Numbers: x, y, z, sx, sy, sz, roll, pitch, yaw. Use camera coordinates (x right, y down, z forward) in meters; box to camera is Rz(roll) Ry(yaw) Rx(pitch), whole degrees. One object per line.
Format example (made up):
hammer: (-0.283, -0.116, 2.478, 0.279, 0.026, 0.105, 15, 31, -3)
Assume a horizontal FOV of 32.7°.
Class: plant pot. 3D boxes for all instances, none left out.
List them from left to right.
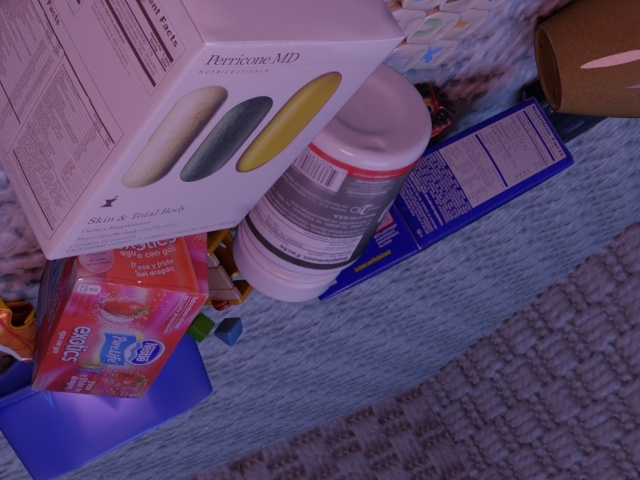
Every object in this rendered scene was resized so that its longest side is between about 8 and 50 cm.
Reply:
plant pot: (0.420, -0.255, 1.435, 0.254, 0.237, 0.237, -14, 163, 0)

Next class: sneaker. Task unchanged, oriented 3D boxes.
sneaker: (-0.385, 0.115, 1.412, 0.067, 0.064, 0.175, -39, 166, -2)
sneaker: (0.072, -0.127, 1.414, 0.225, 0.088, 0.092, -19, 162, -31)

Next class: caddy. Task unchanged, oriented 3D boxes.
caddy: (-0.317, 0.190, 1.552, 0.341, 0.179, 0.241, -27, -175, -10)

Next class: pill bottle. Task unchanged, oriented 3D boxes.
pill bottle: (0.002, -0.062, 1.250, 0.161, 0.161, 0.283, -18, 153, -33)

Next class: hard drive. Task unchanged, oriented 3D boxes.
hard drive: (0.398, -0.220, 1.736, 0.172, 0.054, 0.255, -33, 163, 9)

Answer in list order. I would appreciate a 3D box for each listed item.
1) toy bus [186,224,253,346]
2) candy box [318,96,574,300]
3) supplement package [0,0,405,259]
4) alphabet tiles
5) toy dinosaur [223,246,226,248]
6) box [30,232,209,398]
toy bus: (-0.166, 0.023, 1.419, 0.104, 0.202, 0.191, -55, 173, -36)
candy box: (0.149, -0.058, 1.526, 0.317, 0.122, 0.268, -26, 177, -34)
supplement package: (-0.118, -0.146, 0.850, 0.199, 0.198, 0.263, -12, 156, -44)
alphabet tiles: (0.105, -0.246, 1.238, 0.278, 0.021, 0.284, -9, 154, -49)
toy dinosaur: (-0.086, -0.012, 1.568, 0.112, 0.064, 0.211, -51, 171, -2)
box: (-0.237, 0.055, 1.258, 0.142, 0.154, 0.300, 8, 147, -21)
